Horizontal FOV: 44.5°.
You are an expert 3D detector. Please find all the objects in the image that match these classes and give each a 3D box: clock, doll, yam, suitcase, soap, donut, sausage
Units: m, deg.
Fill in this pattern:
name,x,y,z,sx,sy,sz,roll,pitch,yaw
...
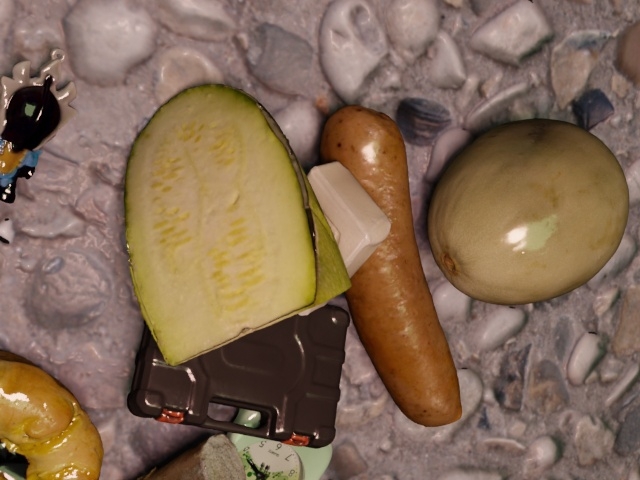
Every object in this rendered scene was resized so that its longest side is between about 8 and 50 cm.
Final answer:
name,x,y,z,sx,sy,sz,roll,pitch,yaw
clock,-0.095,0.338,1.130,0.159,0.066,0.211,36,87,-23
doll,-0.351,-0.139,0.928,0.096,0.070,0.195,25,99,-39
yam,-0.219,0.362,1.047,0.259,0.106,0.106,-33,114,17
suitcase,-0.101,0.158,1.054,0.285,0.066,0.206,17,69,-24
soap,0.000,0.000,1.021,0.064,0.183,0.121,-23,69,-46
donut,-0.391,0.251,0.960,0.208,0.128,0.261,-37,112,-12
sausage,0.094,0.052,1.111,0.136,0.123,0.501,-10,108,16

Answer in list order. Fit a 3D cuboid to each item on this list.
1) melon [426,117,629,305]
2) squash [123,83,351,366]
name,x,y,z,sx,sy,sz,roll,pitch,yaw
melon,0.291,-0.041,1.095,0.272,0.271,0.308,55,44,-22
squash,-0.122,-0.045,0.931,0.233,0.210,0.309,-24,90,14
